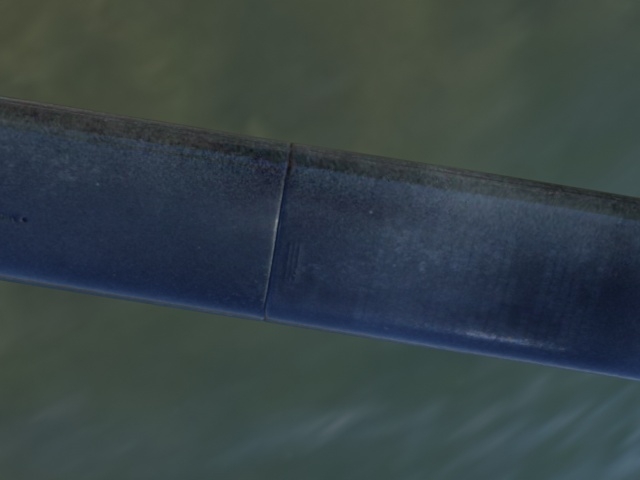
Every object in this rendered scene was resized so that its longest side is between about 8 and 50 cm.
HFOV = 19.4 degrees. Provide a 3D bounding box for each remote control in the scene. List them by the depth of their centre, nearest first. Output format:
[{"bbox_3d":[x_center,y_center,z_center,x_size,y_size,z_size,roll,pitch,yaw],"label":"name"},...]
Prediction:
[{"bbox_3d":[0.000,0.000,0.899,0.377,0.044,0.107,9,124,-1],"label":"remote control"}]
